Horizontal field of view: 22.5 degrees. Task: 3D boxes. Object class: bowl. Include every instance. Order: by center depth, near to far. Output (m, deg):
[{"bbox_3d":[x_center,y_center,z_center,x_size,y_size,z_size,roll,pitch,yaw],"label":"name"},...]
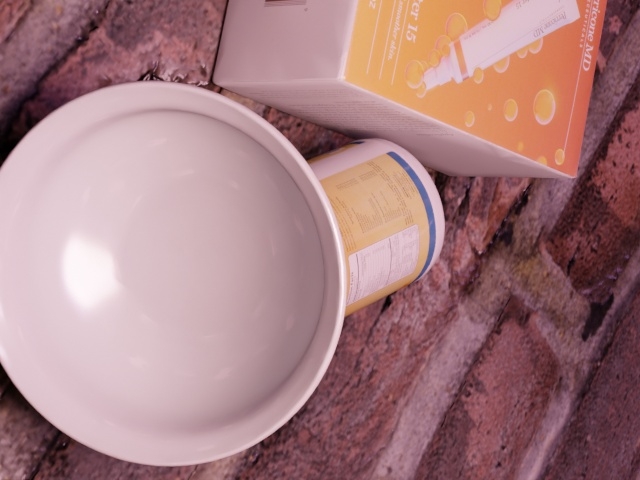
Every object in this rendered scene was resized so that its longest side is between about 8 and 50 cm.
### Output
[{"bbox_3d":[-0.112,0.019,1.281,0.134,0.298,0.297,-33,121,-76],"label":"bowl"}]

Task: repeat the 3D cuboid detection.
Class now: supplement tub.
[{"bbox_3d":[0.000,0.000,1.444,0.200,0.144,0.144,-24,110,-41],"label":"supplement tub"}]

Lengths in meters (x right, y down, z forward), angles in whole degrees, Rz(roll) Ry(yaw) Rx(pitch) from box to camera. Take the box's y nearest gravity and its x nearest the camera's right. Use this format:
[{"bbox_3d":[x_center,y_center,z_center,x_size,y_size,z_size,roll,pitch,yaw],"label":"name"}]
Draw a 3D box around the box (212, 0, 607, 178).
[{"bbox_3d":[0.095,-0.201,1.505,0.345,0.168,0.215,17,81,-45],"label":"box"}]
